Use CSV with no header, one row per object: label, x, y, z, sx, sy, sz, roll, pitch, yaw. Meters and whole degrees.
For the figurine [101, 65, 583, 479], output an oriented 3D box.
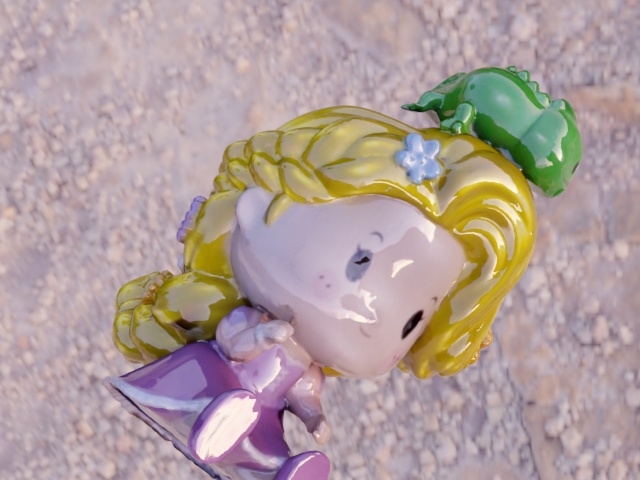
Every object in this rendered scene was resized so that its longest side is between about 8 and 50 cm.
figurine,0.000,0.000,0.506,0.156,0.095,0.115,-50,41,-8
